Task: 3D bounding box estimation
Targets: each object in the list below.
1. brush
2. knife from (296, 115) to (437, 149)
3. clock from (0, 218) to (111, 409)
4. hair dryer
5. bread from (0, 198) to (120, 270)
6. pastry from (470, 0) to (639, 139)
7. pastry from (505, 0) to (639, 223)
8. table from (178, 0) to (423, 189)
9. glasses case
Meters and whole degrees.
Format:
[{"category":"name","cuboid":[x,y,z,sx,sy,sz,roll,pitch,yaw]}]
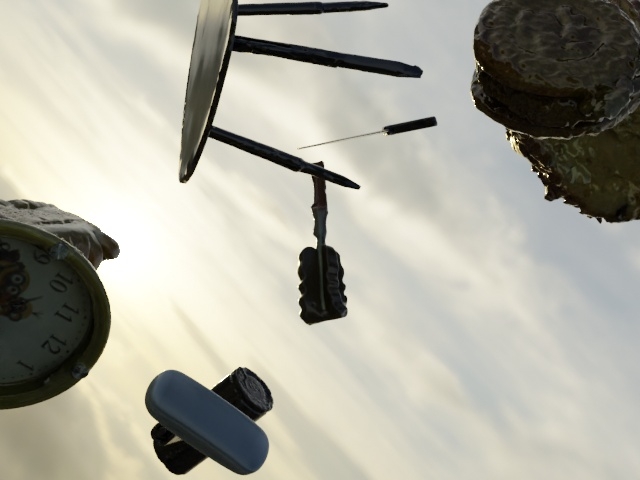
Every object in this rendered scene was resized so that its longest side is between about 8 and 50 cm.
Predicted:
[{"category":"brush","cuboid":[0.000,0.000,2.379,0.071,0.084,0.301,52,32,-62]},{"category":"knife","cuboid":[0.084,-0.177,2.301,0.072,0.245,0.019,-162,-120,-80]},{"category":"clock","cuboid":[-0.326,0.067,1.367,0.237,0.237,0.057,54,12,-32]},{"category":"hair dryer","cuboid":[-0.202,0.288,2.150,0.089,0.197,0.251,55,13,14]},{"category":"bread","cuboid":[-0.339,0.005,1.634,0.134,0.081,0.225,26,10,23]},{"category":"pastry","cuboid":[0.311,-0.222,1.768,0.235,0.240,0.132,25,-39,20]},{"category":"pastry","cuboid":[0.414,-0.226,2.091,0.405,0.292,0.337,43,33,-34]},{"category":"table","cuboid":[-0.025,-0.213,1.749,0.249,0.317,0.317,9,-2,-14]},{"category":"glasses case","cuboid":[-0.142,0.230,1.729,0.178,0.067,0.045,37,-39,-14]}]
